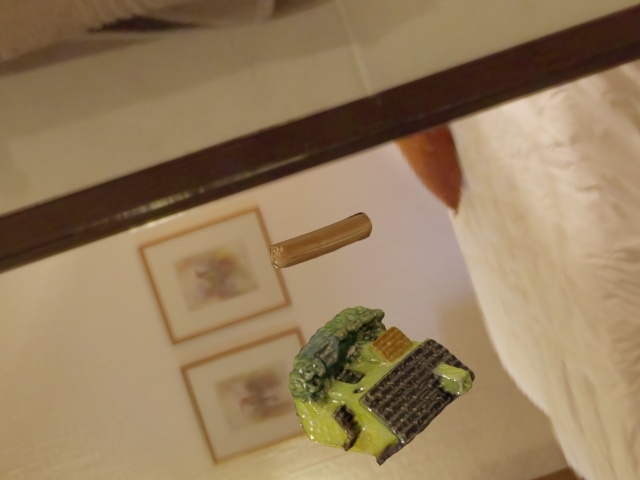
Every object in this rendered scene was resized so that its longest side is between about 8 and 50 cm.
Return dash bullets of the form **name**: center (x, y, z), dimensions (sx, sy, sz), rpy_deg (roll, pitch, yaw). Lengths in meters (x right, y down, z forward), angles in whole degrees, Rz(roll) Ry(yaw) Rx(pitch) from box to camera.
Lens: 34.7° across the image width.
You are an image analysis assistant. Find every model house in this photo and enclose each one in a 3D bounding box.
- **model house**: center (0.094, 0.210, 1.479), dimensions (0.211, 0.194, 0.170), rpy_deg (6, 119, 42)

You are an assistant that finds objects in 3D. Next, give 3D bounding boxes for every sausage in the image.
- **sausage**: center (0.000, 0.000, 0.905), dimensions (0.026, 0.116, 0.026), rpy_deg (20, 119, 41)
